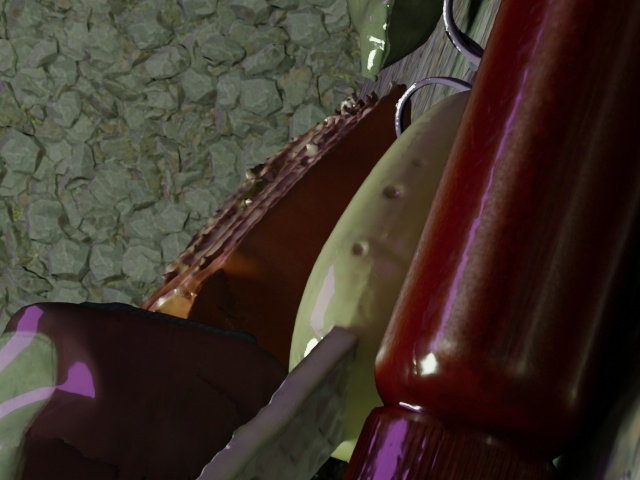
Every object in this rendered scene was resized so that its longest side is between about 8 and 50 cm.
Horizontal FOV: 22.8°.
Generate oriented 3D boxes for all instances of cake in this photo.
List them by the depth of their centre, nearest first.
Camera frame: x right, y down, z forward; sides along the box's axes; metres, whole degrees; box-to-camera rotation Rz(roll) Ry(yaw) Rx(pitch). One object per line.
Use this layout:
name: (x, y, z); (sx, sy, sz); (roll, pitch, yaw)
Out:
cake: (-0.004, 0.003, 0.963); (0.098, 0.135, 0.287); (-40, 15, 44)

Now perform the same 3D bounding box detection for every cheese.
cheese: (0.013, 0.040, 0.526); (0.255, 0.050, 0.127); (-43, -33, -54)

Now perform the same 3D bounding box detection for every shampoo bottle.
shampoo bottle: (0.068, -0.017, 0.466); (0.102, 0.064, 0.260); (97, -167, -78)

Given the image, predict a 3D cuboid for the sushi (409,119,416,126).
sushi: (0.014, 0.042, 1.031); (0.192, 0.050, 0.215); (-19, 51, 53)

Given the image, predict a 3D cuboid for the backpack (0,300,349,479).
backpack: (-0.100, 0.208, 0.718); (0.317, 0.197, 0.283); (107, -179, -62)

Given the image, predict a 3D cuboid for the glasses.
glasses: (0.098, -0.099, 0.842); (0.104, 0.062, 0.140); (-32, -31, -57)

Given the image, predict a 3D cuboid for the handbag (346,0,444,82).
handbag: (0.105, -0.291, 1.254); (0.253, 0.109, 0.316); (-63, 0, 31)
